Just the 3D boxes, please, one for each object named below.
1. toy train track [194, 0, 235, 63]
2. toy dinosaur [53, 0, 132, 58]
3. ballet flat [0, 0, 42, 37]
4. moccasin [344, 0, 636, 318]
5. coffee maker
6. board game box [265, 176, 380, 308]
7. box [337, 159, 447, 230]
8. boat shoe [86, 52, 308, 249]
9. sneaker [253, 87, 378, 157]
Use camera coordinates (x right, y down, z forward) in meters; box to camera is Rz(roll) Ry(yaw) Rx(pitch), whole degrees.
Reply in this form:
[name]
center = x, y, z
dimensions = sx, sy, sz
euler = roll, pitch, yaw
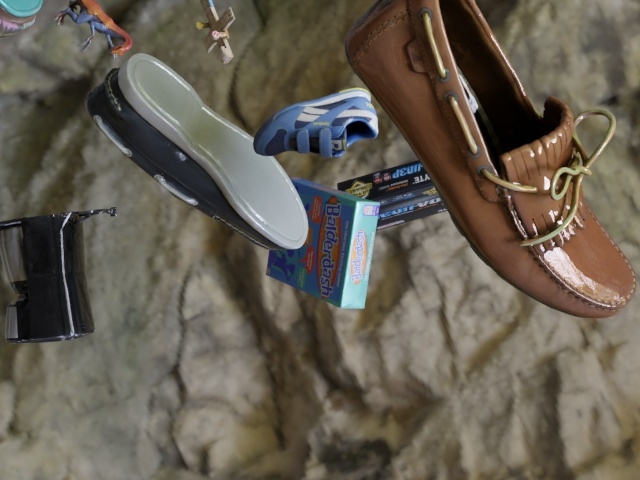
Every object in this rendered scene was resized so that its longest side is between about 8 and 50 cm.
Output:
[toy train track]
center = -0.084, -0.164, 0.924
dimensions = 0.014, 0.083, 0.048
euler = -11, 162, -34
[toy dinosaur]
center = -0.226, -0.220, 1.310
dimensions = 0.082, 0.090, 0.047
euler = 16, -148, 20
[ballet flat]
center = -0.237, -0.148, 0.838
dimensions = 0.079, 0.077, 0.221
euler = -41, -166, 8
[moccasin]
center = 0.186, -0.086, 1.220
dimensions = 0.147, 0.380, 0.139
euler = -25, -167, 42
[coffee maker]
center = -0.371, 0.052, 1.822
dimensions = 0.171, 0.178, 0.120
euler = -7, -179, 33
[board game box]
center = 0.000, 0.000, 1.947
dimensions = 0.047, 0.160, 0.210
euler = 2, -170, -35
[box]
center = 0.158, -0.084, 2.237
dimensions = 0.220, 0.051, 0.175
euler = -15, 162, 14
[boat shoe]
center = -0.139, -0.089, 1.507
dimensions = 0.091, 0.302, 0.114
euler = -29, -156, 35
[sneaker]
center = -0.003, -0.119, 1.418
dimensions = 0.144, 0.059, 0.053
euler = -21, 152, -8
